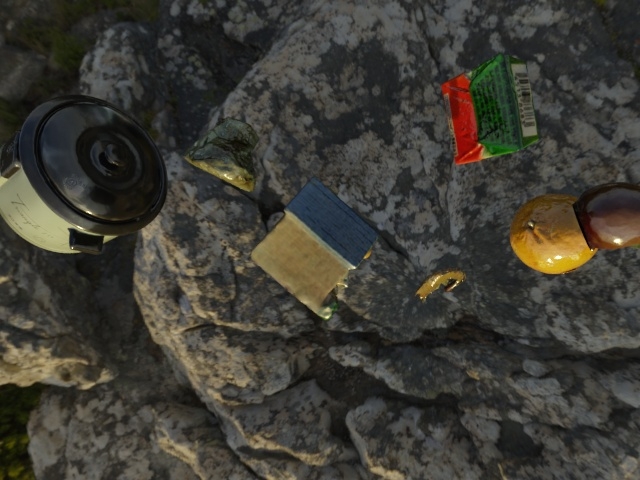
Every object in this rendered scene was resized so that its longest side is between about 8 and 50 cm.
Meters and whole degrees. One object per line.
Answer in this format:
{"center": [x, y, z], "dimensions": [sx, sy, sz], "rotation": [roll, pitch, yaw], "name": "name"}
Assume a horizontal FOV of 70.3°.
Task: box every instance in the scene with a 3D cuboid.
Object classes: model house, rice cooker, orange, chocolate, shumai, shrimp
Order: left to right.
{"center": [-0.403, -0.108, 0.776], "dimensions": [0.226, 0.241, 0.281], "rotation": [-18, 65, 35], "name": "rice cooker"}
{"center": [-0.125, -0.127, 0.638], "dimensions": [0.123, 0.099, 0.087], "rotation": [30, 92, 45], "name": "shumai"}
{"center": [0.000, 0.000, 1.541], "dimensions": [0.334, 0.382, 0.343], "rotation": [40, 95, -7], "name": "model house"}
{"center": [0.469, 0.170, 1.773], "dimensions": [0.173, 0.253, 0.058], "rotation": [-4, 60, -12], "name": "shrimp"}
{"center": [0.675, -0.514, 1.819], "dimensions": [0.161, 0.341, 0.361], "rotation": [-14, 96, -25], "name": "chocolate"}
{"center": [0.617, -0.021, 1.206], "dimensions": [0.219, 0.193, 0.220], "rotation": [-11, 69, 30], "name": "orange"}
{"center": [0.519, -0.043, 0.781], "dimensions": [0.133, 0.127, 0.124], "rotation": [-23, 61, 22], "name": "chocolate"}

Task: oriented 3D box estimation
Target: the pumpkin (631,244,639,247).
{"center": [0.933, -0.065, 1.307], "dimensions": [0.146, 0.190, 0.190], "rotation": [37, 93, 34], "name": "pumpkin"}

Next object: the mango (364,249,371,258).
{"center": [0.155, 0.025, 1.730], "dimensions": [0.079, 0.057, 0.114], "rotation": [-44, 39, 15], "name": "mango"}
